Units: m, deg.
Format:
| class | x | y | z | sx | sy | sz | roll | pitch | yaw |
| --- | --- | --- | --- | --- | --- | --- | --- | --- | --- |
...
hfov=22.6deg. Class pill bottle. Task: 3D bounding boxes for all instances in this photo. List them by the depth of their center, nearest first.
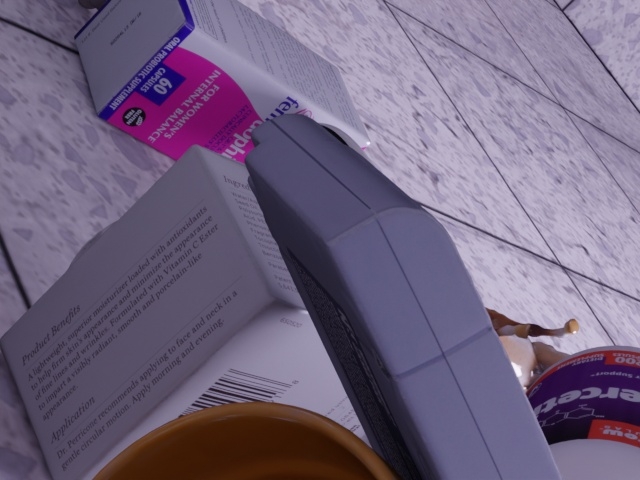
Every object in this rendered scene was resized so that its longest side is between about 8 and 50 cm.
| class | x | y | z | sx | sy | sz | roll | pitch | yaw |
| --- | --- | --- | --- | --- | --- | --- | --- | --- | --- |
| pill bottle | 0.212 | 0.206 | 1.190 | 0.181 | 0.181 | 0.323 | 46 | 20 | 0 |

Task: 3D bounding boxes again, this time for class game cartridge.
| class | x | y | z | sx | sy | sz | roll | pitch | yaw |
| --- | --- | --- | --- | --- | --- | --- | --- | --- | --- |
| game cartridge | 0.058 | 0.091 | 0.760 | 0.294 | 0.060 | 0.196 | 65 | -4 | -24 |

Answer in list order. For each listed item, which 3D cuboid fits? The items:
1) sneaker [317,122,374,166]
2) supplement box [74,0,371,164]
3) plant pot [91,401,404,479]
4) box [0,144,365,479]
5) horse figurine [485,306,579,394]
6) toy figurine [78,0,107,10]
| class | x | y | z | sx | sy | sz | roll | pitch | yaw |
| --- | --- | --- | --- | --- | --- | --- | --- | --- | --- |
| sneaker | 0.000 | 0.000 | 1.237 | 0.121 | 0.079 | 0.217 | 12 | 59 | -59 |
| supplement box | -0.080 | -0.125 | 1.336 | 0.220 | 0.111 | 0.114 | 28 | 27 | -39 |
| plant pot | -0.010 | 0.207 | 0.768 | 0.188 | 0.205 | 0.205 | 47 | 13 | -51 |
| box | -0.054 | 0.063 | 0.934 | 0.182 | 0.181 | 0.119 | 20 | 34 | -49 |
| horse figurine | 0.184 | 0.102 | 1.427 | 0.263 | 0.174 | 0.066 | 30 | 70 | -36 |
| toy figurine | -0.140 | -0.292 | 1.387 | 0.148 | 0.209 | 0.213 | 45 | 17 | -39 |
